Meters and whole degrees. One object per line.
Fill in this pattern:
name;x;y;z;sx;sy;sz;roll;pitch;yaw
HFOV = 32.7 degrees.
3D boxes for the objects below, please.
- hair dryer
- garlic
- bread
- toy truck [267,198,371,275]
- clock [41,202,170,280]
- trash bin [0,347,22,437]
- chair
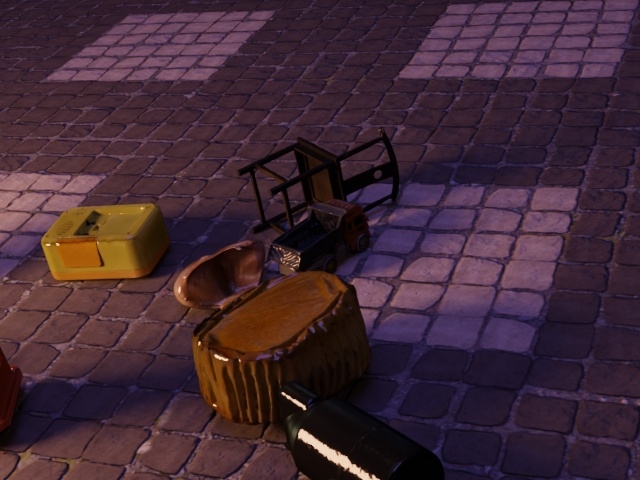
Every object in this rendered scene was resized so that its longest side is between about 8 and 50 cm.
hair dryer;-0.034;0.321;1.350;0.302;0.116;0.244;-37;36;-26
garlic;-0.166;0.056;1.839;0.175;0.099;0.124;-21;17;-17
bread;-0.056;0.156;1.579;0.253;0.142;0.227;-33;35;-32
toy truck;0.000;0.000;1.879;0.083;0.092;0.192;18;40;40
clock;-0.391;0.003;1.992;0.202;0.096;0.143;-1;34;17
trash bin;-0.563;0.181;1.600;0.185;0.238;0.161;-11;30;1
chair;0.000;-0.105;2.001;0.260;0.154;0.141;-27;35;-24
